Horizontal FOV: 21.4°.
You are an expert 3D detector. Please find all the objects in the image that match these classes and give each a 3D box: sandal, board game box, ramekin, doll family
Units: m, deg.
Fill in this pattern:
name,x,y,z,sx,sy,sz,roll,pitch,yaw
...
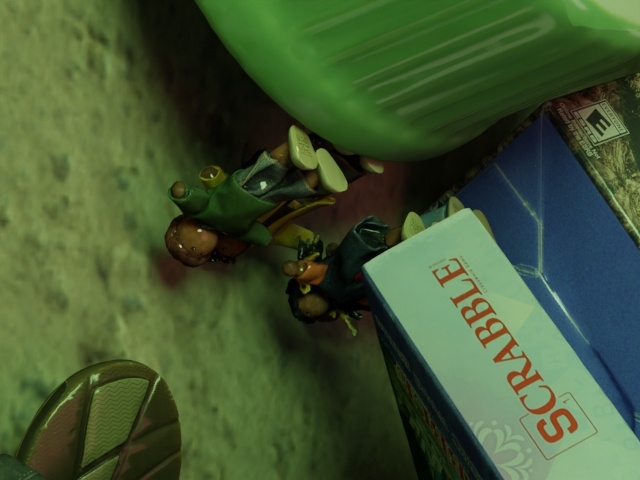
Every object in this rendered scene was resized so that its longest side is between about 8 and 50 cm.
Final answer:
name,x,y,z,sx,sy,sz,roll,pitch,yaw
sandal,-0.121,0.154,0.778,0.090,0.060,0.219,-11,118,-40
board game box,0.140,0.192,0.827,0.066,0.319,0.318,-28,145,-7
ramekin,0.065,-0.200,0.795,0.303,0.148,0.303,21,63,-47
board game box,0.235,0.022,1.009,0.291,0.141,0.232,-21,73,-45
doll family,0.000,0.000,0.852,0.193,0.111,0.076,35,35,-33

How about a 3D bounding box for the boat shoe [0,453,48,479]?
name,x,y,z,sx,sy,sz,roll,pitch,yaw
boat shoe,-0.185,0.178,0.680,0.228,0.076,0.080,-45,169,-2
